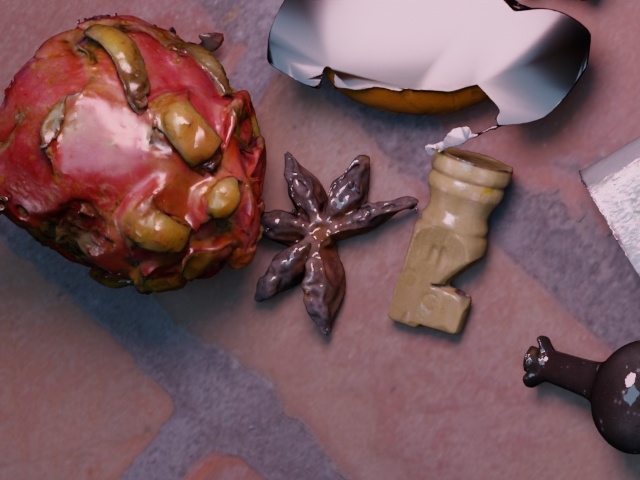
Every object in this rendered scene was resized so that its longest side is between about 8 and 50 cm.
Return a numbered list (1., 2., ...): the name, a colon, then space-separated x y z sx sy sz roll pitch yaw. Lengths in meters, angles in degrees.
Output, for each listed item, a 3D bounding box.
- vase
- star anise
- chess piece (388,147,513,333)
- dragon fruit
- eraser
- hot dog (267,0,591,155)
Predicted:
1. vase: 0.296 0.150 1.878 0.183 0.120 0.120 19 92 32
2. star anise: -0.011 -0.012 2.005 0.172 0.063 0.208 39 98 21
3. chess piece: 0.139 0.003 1.956 0.090 0.090 0.200 21 104 18
4. dragon fruit: -0.176 -0.081 1.928 0.263 0.296 0.314 36 94 32
5. eraser: 0.407 -0.057 1.867 0.227 0.081 0.174 -31 77 14
6. hot dog: 0.118 -0.198 1.955 0.326 0.107 0.194 25 93 9
